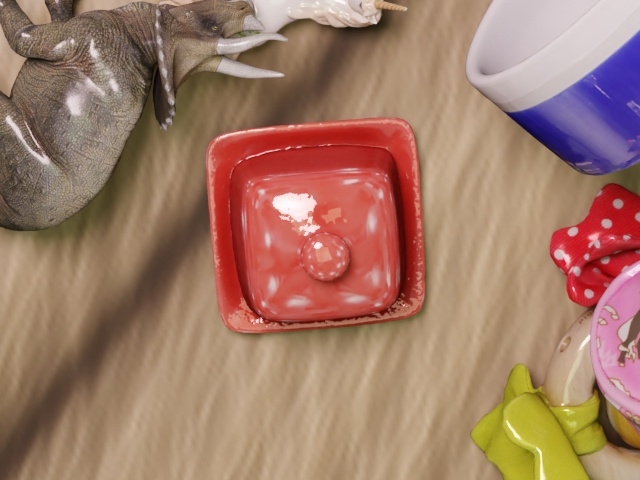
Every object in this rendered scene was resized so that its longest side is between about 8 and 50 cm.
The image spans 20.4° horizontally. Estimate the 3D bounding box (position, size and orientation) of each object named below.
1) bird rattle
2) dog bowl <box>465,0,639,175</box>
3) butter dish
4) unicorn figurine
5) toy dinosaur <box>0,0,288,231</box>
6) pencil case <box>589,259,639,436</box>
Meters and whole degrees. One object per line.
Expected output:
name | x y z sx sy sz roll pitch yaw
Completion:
bird rattle | 0.234 0.097 1.359 0.207 0.143 0.253 29 87 -21
dog bowl | 0.223 -0.175 1.195 0.104 0.265 0.265 39 98 -14
butter dish | 0.000 0.000 1.299 0.160 0.118 0.160 -5 104 -2
unicorn figurine | -0.026 -0.182 1.289 0.162 0.060 0.111 -28 101 24
toy dinosaur | -0.189 -0.086 1.250 0.313 0.121 0.160 -45 70 11
pencil case | 0.340 0.158 1.279 0.160 0.167 0.386 -43 125 -1
